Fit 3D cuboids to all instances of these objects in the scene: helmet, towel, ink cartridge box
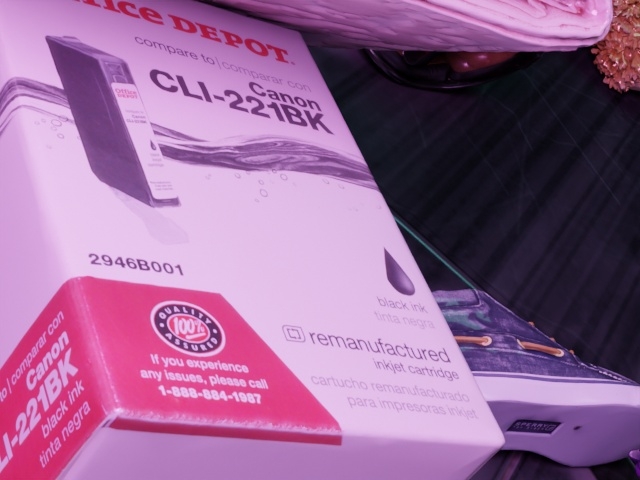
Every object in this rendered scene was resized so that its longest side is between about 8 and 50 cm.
[{"bbox_3d":[0.093,-0.209,1.012,0.169,0.169,0.161,6,61,-42],"label":"helmet"},{"bbox_3d":[-0.078,-0.149,0.686,0.317,0.053,0.332,11,2,-38],"label":"towel"},{"bbox_3d":[-0.068,0.007,0.623,0.197,0.114,0.272,10,41,-38],"label":"ink cartridge box"}]

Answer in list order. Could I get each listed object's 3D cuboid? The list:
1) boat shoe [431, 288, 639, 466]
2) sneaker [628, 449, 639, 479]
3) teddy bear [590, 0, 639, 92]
[{"bbox_3d":[0.120,0.074,0.780,0.183,0.065,0.083,12,43,-35],"label":"boat shoe"},{"bbox_3d":[0.174,0.198,0.699,0.223,0.098,0.083,-56,133,-41],"label":"sneaker"},{"bbox_3d":[0.226,-0.263,1.262,0.338,0.113,0.245,48,31,13],"label":"teddy bear"}]
